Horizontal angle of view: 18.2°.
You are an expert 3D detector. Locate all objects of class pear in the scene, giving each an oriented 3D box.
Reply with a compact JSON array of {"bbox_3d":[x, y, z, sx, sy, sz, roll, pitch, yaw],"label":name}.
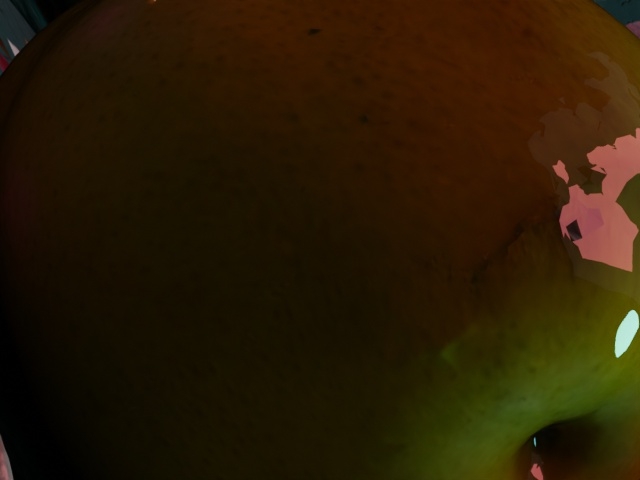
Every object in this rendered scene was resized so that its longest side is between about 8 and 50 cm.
[{"bbox_3d":[-0.001,-0.006,0.780,0.336,0.285,0.285,45,-5,26],"label":"pear"}]

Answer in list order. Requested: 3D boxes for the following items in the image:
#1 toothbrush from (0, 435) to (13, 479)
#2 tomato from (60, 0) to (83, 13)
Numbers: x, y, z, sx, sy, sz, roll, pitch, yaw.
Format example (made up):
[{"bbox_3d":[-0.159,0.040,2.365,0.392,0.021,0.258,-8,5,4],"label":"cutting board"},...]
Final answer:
[{"bbox_3d":[-0.154,-0.031,0.647,0.307,0.025,0.029,62,-5,29],"label":"toothbrush"},{"bbox_3d":[-0.080,-0.178,1.511,0.270,0.222,0.270,36,-1,1],"label":"tomato"}]
